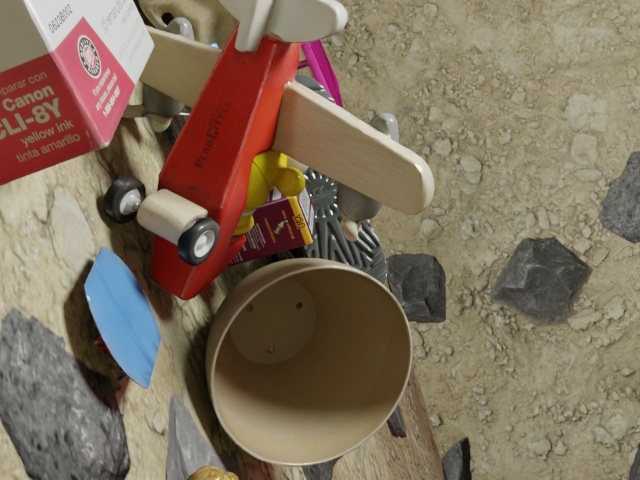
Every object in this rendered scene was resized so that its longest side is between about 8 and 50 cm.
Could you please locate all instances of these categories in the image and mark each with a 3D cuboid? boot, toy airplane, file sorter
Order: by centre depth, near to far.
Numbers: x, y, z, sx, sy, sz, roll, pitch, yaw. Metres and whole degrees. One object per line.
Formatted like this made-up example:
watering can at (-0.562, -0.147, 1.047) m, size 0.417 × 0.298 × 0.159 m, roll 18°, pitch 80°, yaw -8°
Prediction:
toy airplane at (-0.081, -0.155, 1.215) m, size 0.272 × 0.384 × 0.386 m, roll 9°, pitch 62°, yaw -66°
boot at (-0.022, -0.055, 1.659) m, size 0.445 × 0.146 × 0.367 m, roll 133°, pitch -59°, yaw -83°
file sorter at (-0.080, -0.358, 2.056) m, size 0.202 × 0.182 × 0.291 m, roll -98°, pitch 166°, yaw -44°

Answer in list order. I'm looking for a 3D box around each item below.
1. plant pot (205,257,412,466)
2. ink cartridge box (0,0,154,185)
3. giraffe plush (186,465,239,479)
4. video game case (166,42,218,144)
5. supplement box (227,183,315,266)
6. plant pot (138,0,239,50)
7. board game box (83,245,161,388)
plant pot at (-0.039, 0.142, 1.354) m, size 0.284 × 0.284 × 0.191 m, roll 67°, pitch -12°, yaw -24°
ink cartridge box at (-0.312, -0.272, 0.834) m, size 0.279 × 0.160 × 0.385 m, roll -89°, pitch 158°, yaw -60°
giraffe plush at (-0.052, 0.351, 1.118) m, size 0.181 × 0.170 × 0.210 m, roll -53°, pitch 125°, yaw -77°
video game case at (-0.185, -0.210, 1.407) m, size 0.015 × 0.166 × 0.119 m, roll -31°, pitch 106°, yaw -42°
supplement box at (-0.108, -0.027, 1.378) m, size 0.104 × 0.188 × 0.081 m, roll -85°, pitch 157°, yaw -62°
plant pot at (-0.152, -0.446, 1.457) m, size 0.305 × 0.333 × 0.334 m, roll -91°, pitch 160°, yaw -51°
board game box at (-0.225, 0.086, 1.049) m, size 0.169 × 0.033 × 0.133 m, roll -95°, pitch 159°, yaw -67°
